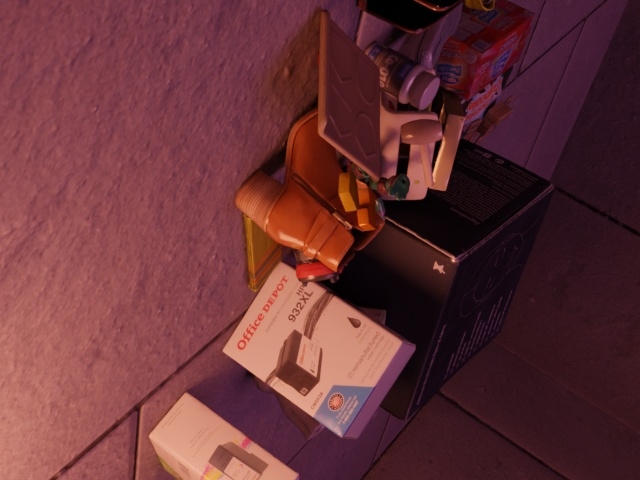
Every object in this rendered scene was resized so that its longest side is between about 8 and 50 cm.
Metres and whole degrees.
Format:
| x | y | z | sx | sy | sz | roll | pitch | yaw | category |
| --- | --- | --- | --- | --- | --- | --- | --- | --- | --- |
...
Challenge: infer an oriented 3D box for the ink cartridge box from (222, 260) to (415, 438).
| x | y | z | sx | sy | sz | roll | pitch | yaw | category |
| --- | --- | --- | --- | --- | --- | --- | --- | --- | --- |
| -0.004 | 0.215 | 1.887 | 0.223 | 0.307 | 0.129 | -57 | 159 | 0 | ink cartridge box |

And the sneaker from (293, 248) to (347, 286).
| x | y | z | sx | sy | sz | roll | pitch | yaw | category |
| --- | --- | --- | --- | --- | --- | --- | --- | --- | --- |
| 0.000 | 0.000 | 1.863 | 0.276 | 0.097 | 0.135 | -54 | 135 | -79 | sneaker |

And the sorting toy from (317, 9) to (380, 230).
| x | y | z | sx | sy | sz | roll | pitch | yaw | category |
| --- | --- | --- | --- | --- | --- | --- | --- | --- | --- |
| 0.041 | -0.183 | 1.514 | 0.229 | 0.041 | 0.307 | 36 | 51 | -58 | sorting toy |

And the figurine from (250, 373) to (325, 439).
| x | y | z | sx | sy | sz | roll | pitch | yaw | category |
| --- | --- | --- | --- | --- | --- | --- | --- | --- | --- |
| -0.046 | 0.293 | 2.034 | 0.092 | 0.209 | 0.215 | -28 | 154 | -54 | figurine |

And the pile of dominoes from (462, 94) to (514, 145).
| x | y | z | sx | sy | sz | roll | pitch | yaw | category |
| --- | --- | --- | --- | --- | --- | --- | --- | --- | --- |
| 0.408 | -0.260 | 2.451 | 0.196 | 0.040 | 0.251 | -37 | 167 | -31 | pile of dominoes |

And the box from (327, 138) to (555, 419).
| x | y | z | sx | sy | sz | roll | pitch | yaw | category |
| --- | --- | --- | --- | --- | --- | --- | --- | --- | --- |
| 0.263 | 0.078 | 2.236 | 0.471 | 0.297 | 0.480 | -33 | 145 | -47 | box |

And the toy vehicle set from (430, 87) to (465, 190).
| x | y | z | sx | sy | sz | roll | pitch | yaw | category |
| --- | --- | --- | --- | --- | --- | --- | --- | --- | --- |
| 0.256 | -0.236 | 2.006 | 0.267 | 0.035 | 0.166 | -87 | -172 | -62 | toy vehicle set |

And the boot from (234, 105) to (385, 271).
| x | y | z | sx | sy | sz | roll | pitch | yaw | category |
| --- | --- | --- | --- | --- | --- | --- | --- | --- | --- |
| 0.021 | -0.096 | 1.596 | 0.283 | 0.220 | 0.109 | -47 | 160 | -27 | boot |

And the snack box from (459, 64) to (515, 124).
| x | y | z | sx | sy | sz | roll | pitch | yaw | category |
| --- | --- | --- | --- | --- | --- | --- | --- | --- | --- |
| 0.368 | -0.370 | 2.260 | 0.322 | 0.060 | 0.187 | -27 | 146 | -56 | snack box |

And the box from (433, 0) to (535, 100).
| x | y | z | sx | sy | sz | roll | pitch | yaw | category |
| --- | --- | --- | --- | --- | --- | --- | --- | --- | --- |
| 0.332 | -0.415 | 2.004 | 0.257 | 0.128 | 0.123 | -40 | 154 | -42 | box |

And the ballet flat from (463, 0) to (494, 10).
| x | y | z | sx | sy | sz | roll | pitch | yaw | category |
| --- | --- | --- | --- | --- | --- | --- | --- | --- | --- |
| 0.326 | -0.539 | 1.875 | 0.077 | 0.077 | 0.231 | -50 | 159 | -18 | ballet flat |

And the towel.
| x | y | z | sx | sy | sz | roll | pitch | yaw | category |
| --- | --- | --- | --- | --- | --- | --- | --- | --- | --- |
| -0.104 | -0.006 | 1.745 | 0.102 | 0.021 | 0.237 | -53 | 160 | -30 | towel |

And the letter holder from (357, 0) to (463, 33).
| x | y | z | sx | sy | sz | roll | pitch | yaw | category |
| --- | --- | --- | --- | --- | --- | --- | --- | --- | --- |
| 0.237 | -0.472 | 1.556 | 0.302 | 0.214 | 0.152 | -46 | 158 | -30 | letter holder |

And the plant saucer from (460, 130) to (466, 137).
| x | y | z | sx | sy | sz | roll | pitch | yaw | category |
| --- | --- | --- | --- | --- | --- | --- | --- | --- | --- |
| 0.288 | -0.239 | 2.248 | 0.119 | 0.021 | 0.119 | -22 | -172 | 3 | plant saucer |

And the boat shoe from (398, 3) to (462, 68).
| x | y | z | sx | sy | sz | roll | pitch | yaw | category |
| --- | --- | --- | --- | --- | --- | --- | --- | --- | --- |
| 0.208 | -0.412 | 1.796 | 0.083 | 0.075 | 0.226 | 84 | 27 | -43 | boat shoe |

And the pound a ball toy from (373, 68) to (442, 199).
| x | y | z | sx | sy | sz | roll | pitch | yaw | category |
| --- | --- | --- | --- | --- | --- | --- | --- | --- | --- |
| 0.155 | -0.190 | 1.859 | 0.319 | 0.135 | 0.208 | 90 | 2 | -57 | pound a ball toy |

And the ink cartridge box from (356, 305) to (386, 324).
| x | y | z | sx | sy | sz | roll | pitch | yaw | category |
| --- | --- | --- | --- | --- | --- | --- | --- | --- | --- |
| 0.020 | 0.217 | 2.069 | 0.056 | 0.235 | 0.171 | -70 | 165 | -55 | ink cartridge box |

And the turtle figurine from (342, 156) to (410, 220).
| x | y | z | sx | sy | sz | roll | pitch | yaw | category |
| --- | --- | --- | --- | --- | --- | --- | --- | --- | --- |
| 0.070 | -0.104 | 1.852 | 0.234 | 0.175 | 0.118 | -22 | -127 | 62 | turtle figurine |

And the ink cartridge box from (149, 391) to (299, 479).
| x | y | z | sx | sy | sz | roll | pitch | yaw | category |
| --- | --- | --- | --- | --- | --- | --- | --- | --- | --- |
| -0.152 | 0.470 | 1.843 | 0.119 | 0.353 | 0.207 | -48 | 159 | -25 | ink cartridge box |

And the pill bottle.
| x | y | z | sx | sy | sz | roll | pitch | yaw | category |
| --- | --- | --- | --- | --- | --- | --- | --- | --- | --- |
| 0.141 | -0.295 | 1.710 | 0.078 | 0.137 | 0.078 | -48 | 158 | -26 | pill bottle |
